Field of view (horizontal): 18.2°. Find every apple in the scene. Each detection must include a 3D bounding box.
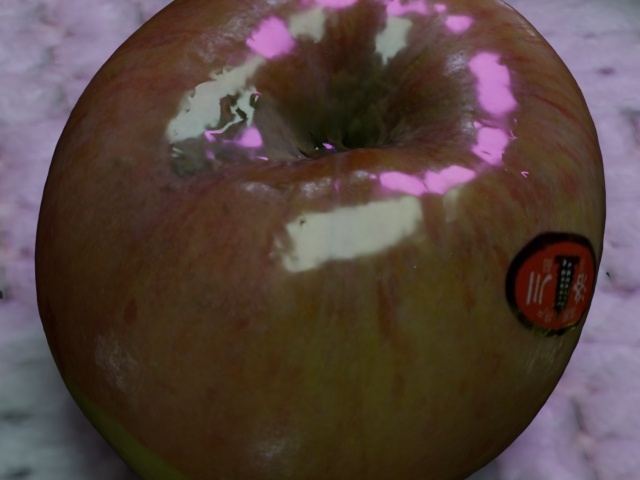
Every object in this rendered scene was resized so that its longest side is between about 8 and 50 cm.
[{"bbox_3d":[0.000,0.000,0.865,0.260,0.194,0.261,5,48,-5],"label":"apple"}]
